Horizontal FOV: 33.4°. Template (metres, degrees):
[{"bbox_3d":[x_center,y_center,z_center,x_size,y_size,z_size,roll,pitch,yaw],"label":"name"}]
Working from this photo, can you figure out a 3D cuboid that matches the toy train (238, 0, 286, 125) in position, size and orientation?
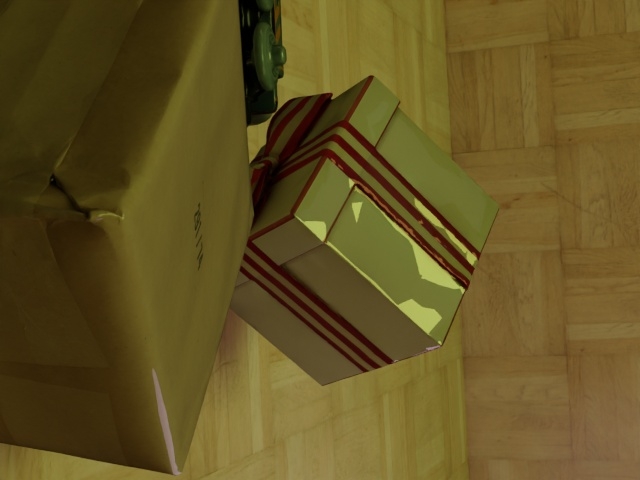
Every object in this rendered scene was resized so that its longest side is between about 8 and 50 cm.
[{"bbox_3d":[-0.102,-0.290,1.229,0.190,0.142,0.333,-15,101,-80],"label":"toy train"}]

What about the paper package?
[{"bbox_3d":[-0.163,-0.030,0.818,0.324,0.168,0.309,90,11,-49],"label":"paper package"}]

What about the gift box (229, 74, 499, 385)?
[{"bbox_3d":[0.000,0.000,1.214,0.258,0.276,0.255,43,47,-18],"label":"gift box"}]
